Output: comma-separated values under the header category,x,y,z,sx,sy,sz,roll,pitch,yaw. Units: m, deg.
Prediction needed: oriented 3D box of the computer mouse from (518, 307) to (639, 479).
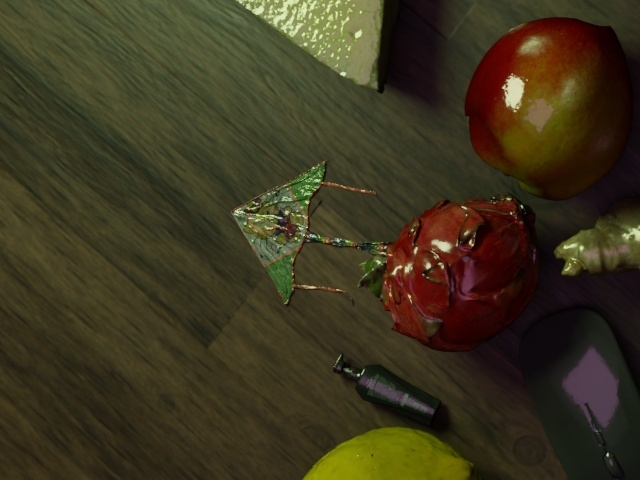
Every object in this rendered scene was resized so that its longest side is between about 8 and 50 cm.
category,x,y,z,sx,sy,sz,roll,pitch,yaw
computer mouse,0.314,0.193,1.567,0.120,0.057,0.232,-22,92,20

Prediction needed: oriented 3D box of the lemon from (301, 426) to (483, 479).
category,x,y,z,sx,sy,sz,roll,pitch,yaw
lemon,0.074,0.357,1.573,0.253,0.253,0.310,39,112,8

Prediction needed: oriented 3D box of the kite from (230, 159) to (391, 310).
category,x,y,z,sx,sy,sz,roll,pitch,yaw
kite,0.000,0.000,1.662,0.244,0.006,0.198,15,103,15

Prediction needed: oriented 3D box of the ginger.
category,x,y,z,sx,sy,sz,roll,pitch,yaw
ginger,0.372,-0.002,1.489,0.213,0.137,0.074,3,133,34

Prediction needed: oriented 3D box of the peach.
category,x,y,z,sx,sy,sz,roll,pitch,yaw
peach,0.250,-0.152,1.466,0.197,0.197,0.197,3,100,17

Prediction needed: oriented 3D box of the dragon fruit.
category,x,y,z,sx,sy,sz,roll,pitch,yaw
dragon fruit,0.155,0.038,1.532,0.209,0.172,0.172,-28,90,22

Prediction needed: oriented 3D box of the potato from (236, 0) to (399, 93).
category,x,y,z,sx,sy,sz,roll,pitch,yaw
potato,0.031,-0.342,1.541,0.269,0.112,0.255,35,104,6

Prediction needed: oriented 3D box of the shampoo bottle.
category,x,y,z,sx,sy,sz,roll,pitch,yaw
shampoo bottle,0.080,0.182,1.656,0.137,0.027,0.048,25,93,12
